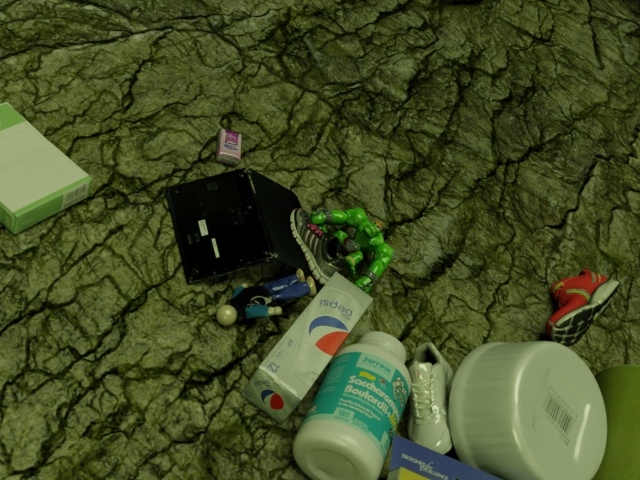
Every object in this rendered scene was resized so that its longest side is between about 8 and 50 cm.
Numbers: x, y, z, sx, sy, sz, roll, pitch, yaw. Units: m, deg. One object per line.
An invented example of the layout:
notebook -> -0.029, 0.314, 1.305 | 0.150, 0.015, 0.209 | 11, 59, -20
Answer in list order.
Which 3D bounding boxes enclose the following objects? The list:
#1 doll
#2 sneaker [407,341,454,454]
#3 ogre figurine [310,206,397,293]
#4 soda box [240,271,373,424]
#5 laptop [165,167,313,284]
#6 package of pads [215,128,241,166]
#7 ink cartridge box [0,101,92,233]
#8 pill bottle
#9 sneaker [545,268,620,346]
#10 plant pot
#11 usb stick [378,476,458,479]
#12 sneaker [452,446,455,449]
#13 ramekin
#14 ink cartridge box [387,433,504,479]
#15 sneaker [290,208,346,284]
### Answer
doll -> -0.102, 0.107, 1.392 | 0.189, 0.046, 0.129 | -19, 30, -26
sneaker -> 0.183, 0.275, 1.357 | 0.232, 0.090, 0.115 | -83, 151, -53
ogre figurine -> 0.072, 0.004, 1.573 | 0.118, 0.097, 0.197 | -28, 52, -23
soda box -> -0.017, 0.183, 1.356 | 0.091, 0.098, 0.286 | 37, 43, 5
laptop -> -0.147, -0.012, 1.520 | 0.264, 0.137, 0.234 | -15, 56, -8
package of pads -> -0.196, -0.198, 1.645 | 0.050, 0.032, 0.083 | 16, 46, -19
ink cartridge box -> -0.555, -0.134, 1.377 | 0.235, 0.056, 0.171 | 39, 44, 12
pill bottle -> 0.065, 0.274, 1.284 | 0.146, 0.146, 0.264 | 31, 44, -1
sneaker -> 0.564, 0.144, 1.729 | 0.118, 0.107, 0.279 | 33, 37, 29
plant pot -> 0.573, 0.422, 1.372 | 0.274, 0.275, 0.294 | 34, 60, 3
usb stick -> 0.188, 0.421, 1.292 | 0.277, 0.045, 0.077 | -1, 55, -30
sneaker -> 0.317, 0.319, 1.424 | 0.130, 0.087, 0.227 | 33, 38, 10
ramekin -> 0.367, 0.304, 1.324 | 0.277, 0.135, 0.277 | 12, 69, -33
ink cartridge box -> 0.229, 0.451, 1.104 | 0.303, 0.072, 0.307 | 24, 46, -6
sneaker -> 0.000, 0.000, 1.509 | 0.063, 0.074, 0.170 | 16, 43, -56
